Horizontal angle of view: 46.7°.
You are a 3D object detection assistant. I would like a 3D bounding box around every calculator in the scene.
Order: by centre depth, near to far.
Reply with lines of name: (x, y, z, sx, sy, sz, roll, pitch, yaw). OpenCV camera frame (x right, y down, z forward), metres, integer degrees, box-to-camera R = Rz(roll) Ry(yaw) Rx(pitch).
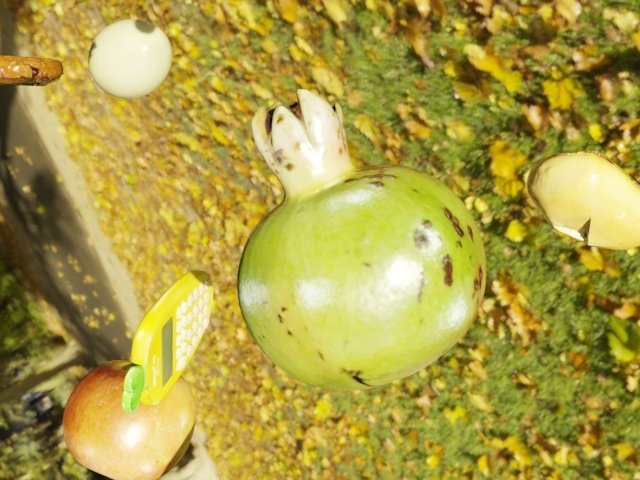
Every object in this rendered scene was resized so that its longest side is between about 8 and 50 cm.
calculator: (-0.197, 0.129, 0.965, 0.032, 0.235, 0.146, 15, 123, 13)

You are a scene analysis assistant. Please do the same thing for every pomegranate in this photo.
pomegranate: (0.012, 0.008, 0.540, 0.210, 0.179, 0.179, 46, 154, 13)

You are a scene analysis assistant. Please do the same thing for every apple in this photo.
apple: (-0.374, 0.349, 1.472, 0.253, 0.253, 0.253, 43, 152, 30)

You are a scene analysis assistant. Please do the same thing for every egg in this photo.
egg: (-0.463, -0.445, 1.817, 0.242, 0.186, 0.186, -13, 109, 41)

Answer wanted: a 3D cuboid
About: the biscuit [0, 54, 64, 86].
biscuit: (-0.508, -0.269, 1.179, 0.192, 0.192, 0.049, 11, 105, 59)

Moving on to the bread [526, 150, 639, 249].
bread: (0.226, -0.026, 0.620, 0.115, 0.056, 0.082, 35, 161, -30)
